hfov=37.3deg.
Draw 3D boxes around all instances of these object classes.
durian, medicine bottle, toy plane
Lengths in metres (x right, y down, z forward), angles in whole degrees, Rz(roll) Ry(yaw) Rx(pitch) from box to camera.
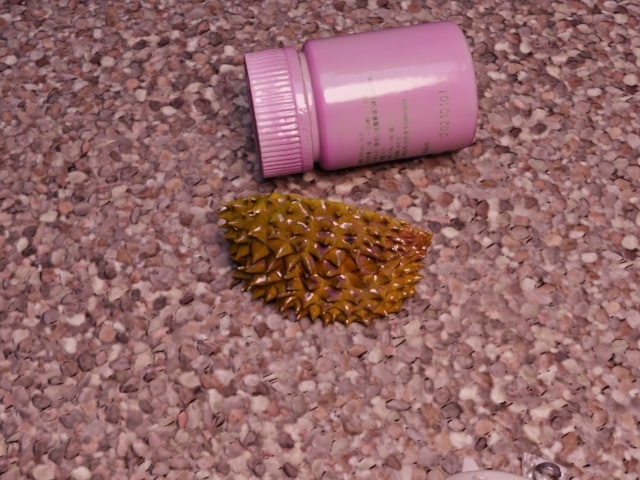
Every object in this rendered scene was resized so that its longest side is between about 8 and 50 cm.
[{"bbox_3d":[-0.003,0.007,1.176,0.260,0.186,0.154,-4,52,13],"label":"durian"},{"bbox_3d":[0.050,-0.188,1.273,0.290,0.178,0.178,-10,59,-4],"label":"medicine bottle"},{"bbox_3d":[0.215,0.299,1.034,0.174,0.080,0.174,5,41,-4],"label":"toy plane"}]
